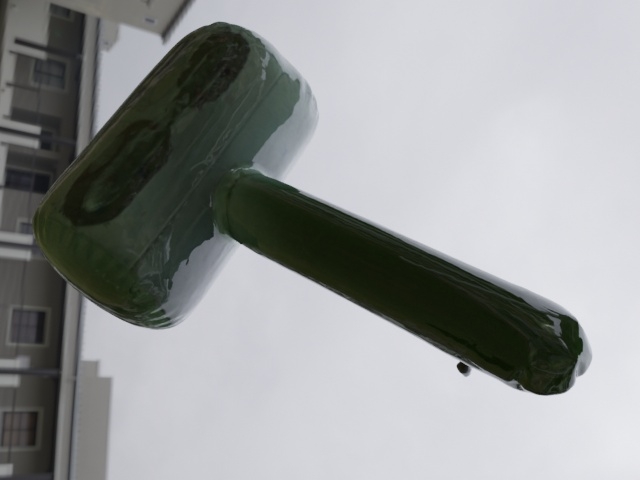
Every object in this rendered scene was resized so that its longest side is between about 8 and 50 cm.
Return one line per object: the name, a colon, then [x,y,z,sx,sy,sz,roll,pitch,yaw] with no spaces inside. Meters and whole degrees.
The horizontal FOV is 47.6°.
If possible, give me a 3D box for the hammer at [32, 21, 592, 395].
hammer: [0.000,0.000,0.443,0.335,0.119,0.206,27,-109,21]
